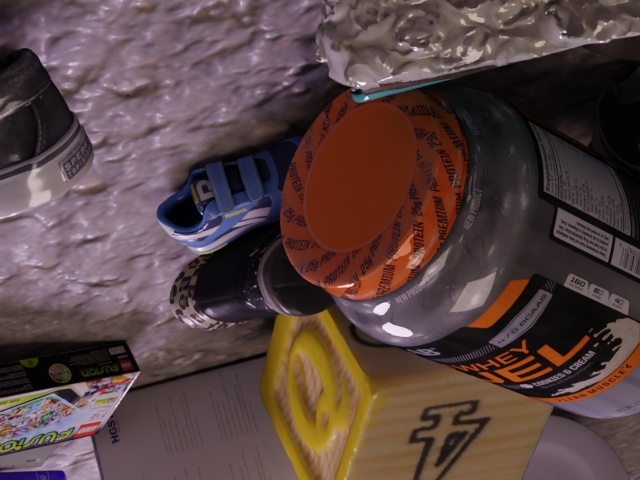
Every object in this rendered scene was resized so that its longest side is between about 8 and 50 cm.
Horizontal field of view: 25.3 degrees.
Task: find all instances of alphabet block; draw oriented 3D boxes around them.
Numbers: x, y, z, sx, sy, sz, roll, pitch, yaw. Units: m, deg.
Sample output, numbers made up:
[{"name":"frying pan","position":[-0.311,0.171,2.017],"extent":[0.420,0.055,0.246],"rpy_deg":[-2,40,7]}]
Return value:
[{"name":"alphabet block","position":[0.078,0.123,1.291],"extent":[0.197,0.192,0.193],"rpy_deg":[-5,129,-23]}]

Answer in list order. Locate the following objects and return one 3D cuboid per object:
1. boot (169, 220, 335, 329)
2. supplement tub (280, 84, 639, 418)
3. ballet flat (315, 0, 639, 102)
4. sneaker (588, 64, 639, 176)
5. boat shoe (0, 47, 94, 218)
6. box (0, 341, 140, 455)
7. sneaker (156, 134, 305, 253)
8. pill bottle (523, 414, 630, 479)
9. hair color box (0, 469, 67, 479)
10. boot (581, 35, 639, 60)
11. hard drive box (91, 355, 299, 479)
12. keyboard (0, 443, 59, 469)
[{"name":"boot","position":[-0.001,-0.001,1.179],"extent":[0.236,0.085,0.179],"rpy_deg":[-32,-170,-37]},{"name":"supplement tub","position":[0.135,0.007,1.047],"extent":[0.316,0.193,0.193],"rpy_deg":[23,132,-38]},{"name":"ballet flat","position":[0.190,-0.174,0.857],"extent":[0.409,0.147,0.147],"rpy_deg":[-8,153,8]},{"name":"sneaker","position":[0.380,-0.111,1.190],"extent":[0.331,0.122,0.146],"rpy_deg":[-11,162,-1]},{"name":"boat shoe","position":[-0.298,-0.048,0.904],"extent":[0.301,0.108,0.102],"rpy_deg":[-14,122,17]},{"name":"box","position":[-0.276,0.151,1.285],"extent":[0.207,0.036,0.114],"rpy_deg":[-8,147,-39]},{"name":"sneaker","position":[-0.065,-0.037,1.104],"extent":[0.144,0.053,0.059],"rpy_deg":[-33,147,22]},{"name":"pill bottle","position":[0.288,0.408,1.926],"extent":[0.229,0.229,0.407],"rpy_deg":[-16,152,-4]},{"name":"hair color box","position":[-0.420,0.289,1.349],"extent":[0.185,0.110,0.339],"rpy_deg":[-22,163,34]},{"name":"boot","position":[0.323,-0.244,0.968],"extent":[0.264,0.096,0.280],"rpy_deg":[6,137,-26]},{"name":"hard drive box","position":[-0.100,0.227,1.419],"extent":[0.232,0.181,0.089],"rpy_deg":[-13,153,-8]},{"name":"keyboard","position":[-0.362,0.198,1.325],"extent":[0.256,0.014,0.072],"rpy_deg":[1,141,-35]}]
